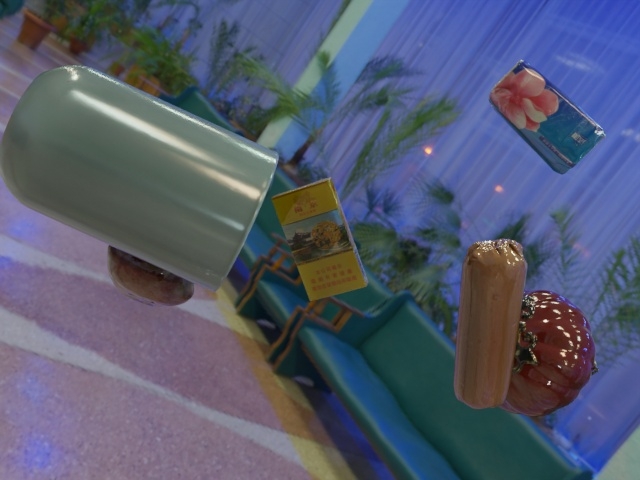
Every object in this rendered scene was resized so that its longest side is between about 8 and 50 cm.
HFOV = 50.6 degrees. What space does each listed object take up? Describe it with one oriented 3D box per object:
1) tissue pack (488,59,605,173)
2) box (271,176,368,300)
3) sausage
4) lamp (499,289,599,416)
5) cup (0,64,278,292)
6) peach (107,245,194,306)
[{"bbox_3d":[0.539,-0.291,1.642,0.270,0.137,0.209,44,13,7],"label":"tissue pack"},{"bbox_3d":[0.000,0.000,0.915,0.155,0.087,0.023,70,22,-11],"label":"box"},{"bbox_3d":[0.236,0.124,0.958,0.086,0.289,0.086,-2,33,1],"label":"sausage"},{"bbox_3d":[0.364,0.193,1.184,0.227,0.227,0.227,34,10,-7],"label":"lamp"},{"bbox_3d":[-0.231,-0.086,0.877,0.312,0.205,0.205,26,11,-11],"label":"cup"},{"bbox_3d":[-0.259,0.031,1.052,0.152,0.152,0.152,34,10,-7],"label":"peach"}]
